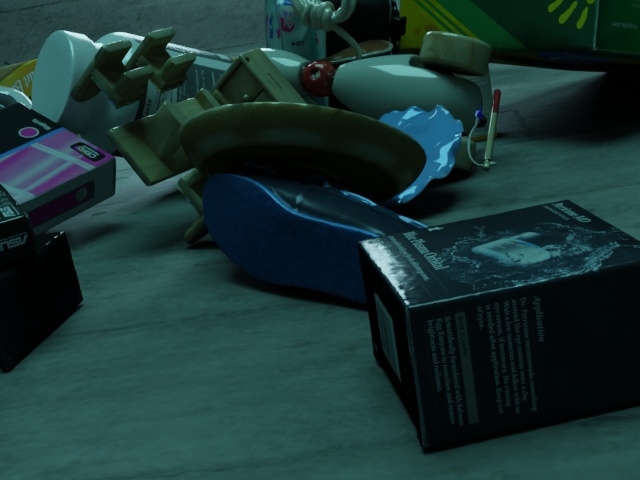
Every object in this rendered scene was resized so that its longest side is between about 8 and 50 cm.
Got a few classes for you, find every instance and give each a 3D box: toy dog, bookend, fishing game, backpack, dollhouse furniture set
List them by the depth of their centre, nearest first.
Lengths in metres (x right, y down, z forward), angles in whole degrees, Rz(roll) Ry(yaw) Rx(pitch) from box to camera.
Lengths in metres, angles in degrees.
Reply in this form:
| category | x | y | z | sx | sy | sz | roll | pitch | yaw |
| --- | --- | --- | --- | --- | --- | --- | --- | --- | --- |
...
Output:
| category | x | y | z | sx | sy | sz | roll | pitch | yaw |
| --- | --- | --- | --- | --- | --- | --- | --- | --- | --- |
| bookend | -0.318 | 0.057 | 0.940 | 0.156 | 0.072 | 0.157 | -7 | 17 | 13 |
| fishing game | 0.075 | -0.078 | 1.156 | 0.264 | 0.041 | 0.189 | -15 | 36 | 26 |
| dollhouse furniture set | -0.151 | -0.112 | 1.224 | 0.161 | 0.212 | 0.242 | -44 | -8 | 37 |
| toy dog | 0.079 | -0.185 | 1.323 | 0.334 | 0.220 | 0.161 | 36 | 9 | 27 |
| backpack | 0.017 | -0.289 | 1.507 | 0.191 | 0.225 | 0.253 | -4 | 29 | 0 |

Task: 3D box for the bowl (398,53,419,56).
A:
| category | x | y | z | sx | sy | sz | roll | pitch | yaw |
| --- | --- | --- | --- | --- | --- | --- | --- | --- | --- |
| bowl | 0.012 | -0.251 | 1.796 | 0.391 | 0.077 | 0.391 | -10 | 16 | 3 |

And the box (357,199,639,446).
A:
| category | x | y | z | sx | sy | sz | roll | pitch | yaw |
| --- | --- | --- | --- | --- | --- | --- | --- | --- | --- |
| box | 0.118 | 0.045 | 0.680 | 0.158 | 0.093 | 0.156 | -11 | 16 | -6 |

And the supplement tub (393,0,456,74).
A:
| category | x | y | z | sx | sy | sz | roll | pitch | yaw |
| --- | --- | --- | --- | --- | --- | --- | --- | --- | --- |
| supplement tub | 0.198 | -0.398 | 1.980 | 0.117 | 0.190 | 0.117 | -9 | 15 | 2 |

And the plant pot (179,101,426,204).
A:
| category | x | y | z | sx | sy | sz | roll | pitch | yaw |
| --- | --- | --- | --- | --- | --- | --- | --- | --- | --- |
| plant pot | -0.018 | -0.071 | 1.009 | 0.236 | 0.032 | 0.236 | 5 | -16 | 2 |

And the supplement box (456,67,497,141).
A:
| category | x | y | z | sx | sy | sz | roll | pitch | yaw |
| --- | --- | --- | --- | --- | --- | --- | --- | --- | --- |
| supplement box | 0.207 | -0.187 | 1.410 | 0.036 | 0.098 | 0.062 | -10 | 15 | 0 |

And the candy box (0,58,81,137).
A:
| category | x | y | z | sx | sy | sz | roll | pitch | yaw |
| --- | --- | --- | --- | --- | --- | --- | --- | --- | --- |
| candy box | -0.496 | -0.143 | 1.523 | 0.316 | 0.183 | 0.087 | -23 | 11 | -40 |

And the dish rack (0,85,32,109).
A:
| category | x | y | z | sx | sy | sz | roll | pitch | yaw |
| --- | --- | --- | --- | --- | --- | --- | --- | --- | --- |
| dish rack | -0.488 | -0.068 | 1.324 | 0.333 | 0.072 | 0.285 | -19 | 48 | -28 |

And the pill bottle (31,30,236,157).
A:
| category | x | y | z | sx | sy | sz | roll | pitch | yaw |
| --- | --- | --- | --- | --- | --- | --- | --- | --- | --- |
| pill bottle | -0.228 | -0.187 | 1.415 | 0.278 | 0.162 | 0.162 | 7 | 4 | -36 |

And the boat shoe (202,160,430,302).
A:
| category | x | y | z | sx | sy | sz | roll | pitch | yaw |
| --- | --- | --- | --- | --- | --- | --- | --- | --- | --- |
| boat shoe | 0.000 | 0.000 | 0.937 | 0.089 | 0.109 | 0.258 | -17 | 33 | -42 |

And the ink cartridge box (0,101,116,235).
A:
| category | x | y | z | sx | sy | sz | roll | pitch | yaw |
| --- | --- | --- | --- | --- | --- | --- | --- | --- | --- |
| ink cartridge box | -0.421 | -0.039 | 1.182 | 0.176 | 0.069 | 0.371 | 30 | 43 | 24 |

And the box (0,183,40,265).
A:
| category | x | y | z | sx | sy | sz | roll | pitch | yaw |
| --- | --- | --- | --- | --- | --- | --- | --- | --- | --- |
| box | -0.359 | 0.003 | 0.945 | 0.184 | 0.045 | 0.191 | -21 | 20 | -20 |

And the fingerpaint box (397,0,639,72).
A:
| category | x | y | z | sx | sy | sz | roll | pitch | yaw |
| --- | --- | --- | --- | --- | --- | --- | --- | --- | --- |
| fingerpaint box | 0.393 | -0.316 | 1.461 | 0.445 | 0.163 | 0.371 | -2 | 9 | -35 |
